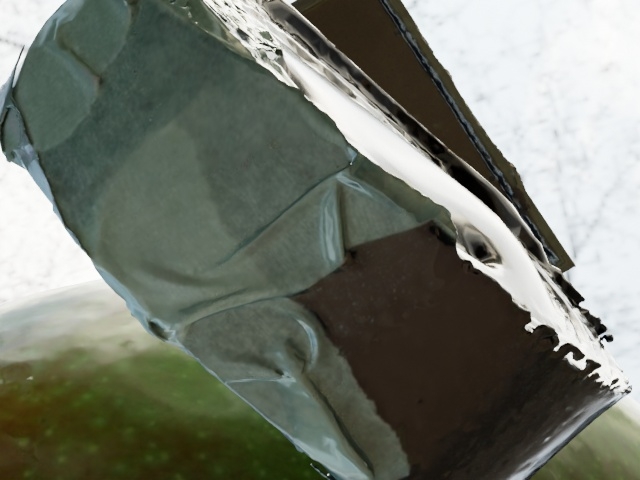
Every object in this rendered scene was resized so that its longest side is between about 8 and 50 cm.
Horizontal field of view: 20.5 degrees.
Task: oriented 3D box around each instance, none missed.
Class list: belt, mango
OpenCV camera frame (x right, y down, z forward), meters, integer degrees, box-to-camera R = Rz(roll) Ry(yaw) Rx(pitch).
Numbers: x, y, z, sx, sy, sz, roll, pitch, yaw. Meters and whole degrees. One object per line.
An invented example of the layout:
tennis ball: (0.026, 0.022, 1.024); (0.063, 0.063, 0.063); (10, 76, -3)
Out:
belt: (0.000, 0.000, 0.485); (0.198, 0.078, 0.151); (39, -168, -32)
mango: (-0.013, 0.117, 0.689); (0.382, 0.225, 0.201); (2, -79, -16)

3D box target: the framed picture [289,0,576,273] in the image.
framed picture: (0.028, -0.043, 1.289); (0.209, 0.019, 0.281); (-31, -95, -9)
